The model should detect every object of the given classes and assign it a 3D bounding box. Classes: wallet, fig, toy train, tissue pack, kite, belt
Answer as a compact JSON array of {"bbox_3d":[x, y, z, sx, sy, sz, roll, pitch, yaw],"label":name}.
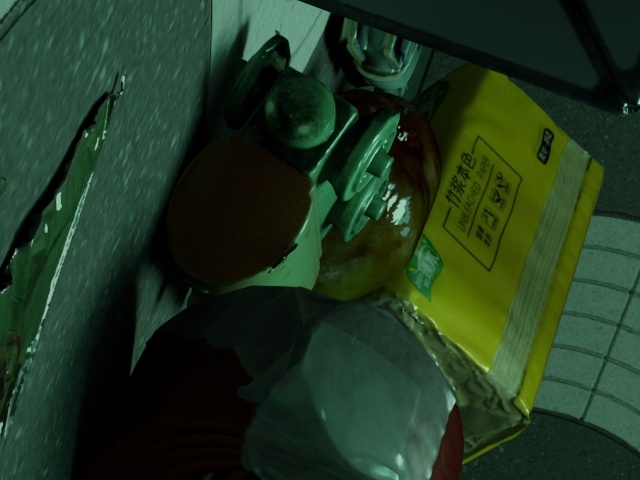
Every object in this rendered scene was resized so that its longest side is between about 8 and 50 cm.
[{"bbox_3d":[0.067,-0.230,1.621,0.250,0.075,0.176,42,62,-86],"label":"wallet"},{"bbox_3d":[0.002,0.001,1.534,0.274,0.145,0.170,-57,179,21],"label":"fig"},{"bbox_3d":[-0.033,-0.021,1.161,0.177,0.116,0.285,-56,175,-8],"label":"toy train"},{"bbox_3d":[0.097,0.043,1.786,0.293,0.228,0.382,-37,-161,41],"label":"tissue pack"},{"bbox_3d":[-0.142,0.064,0.725,0.268,0.013,0.323,106,5,-47],"label":"kite"},{"bbox_3d":[-0.028,0.153,1.096,0.324,0.227,0.115,122,-8,-51],"label":"belt"}]

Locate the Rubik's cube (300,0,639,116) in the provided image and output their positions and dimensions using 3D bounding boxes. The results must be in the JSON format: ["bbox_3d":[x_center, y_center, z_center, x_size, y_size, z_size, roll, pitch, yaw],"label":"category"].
[{"bbox_3d":[0.127,-0.260,1.049,0.260,0.259,0.255,-55,164,-59],"label":"Rubik's cube"}]
